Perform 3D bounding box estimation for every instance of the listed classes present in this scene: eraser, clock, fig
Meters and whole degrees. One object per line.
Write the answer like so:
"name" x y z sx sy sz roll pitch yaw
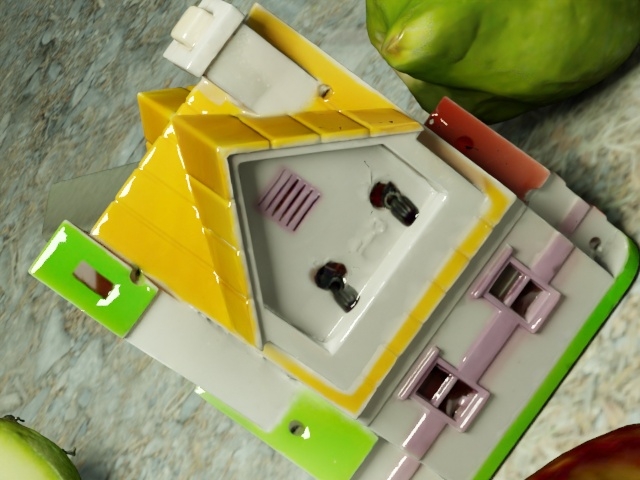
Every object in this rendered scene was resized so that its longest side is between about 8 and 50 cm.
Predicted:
"eraser" -0.139 -0.014 1.344 0.352 0.111 0.077 -7 51 54
"clock" 0.000 0.000 0.901 0.235 0.309 0.166 -54 29 0
"fig" 0.111 -0.160 0.979 0.206 0.206 0.275 -38 2 27

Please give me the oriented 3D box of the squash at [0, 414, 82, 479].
"squash" -0.212 0.288 1.108 0.288 0.111 0.203 -114 30 -62

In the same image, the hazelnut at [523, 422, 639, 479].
"hazelnut" 0.136 0.185 0.602 0.218 0.218 0.234 -24 40 43
